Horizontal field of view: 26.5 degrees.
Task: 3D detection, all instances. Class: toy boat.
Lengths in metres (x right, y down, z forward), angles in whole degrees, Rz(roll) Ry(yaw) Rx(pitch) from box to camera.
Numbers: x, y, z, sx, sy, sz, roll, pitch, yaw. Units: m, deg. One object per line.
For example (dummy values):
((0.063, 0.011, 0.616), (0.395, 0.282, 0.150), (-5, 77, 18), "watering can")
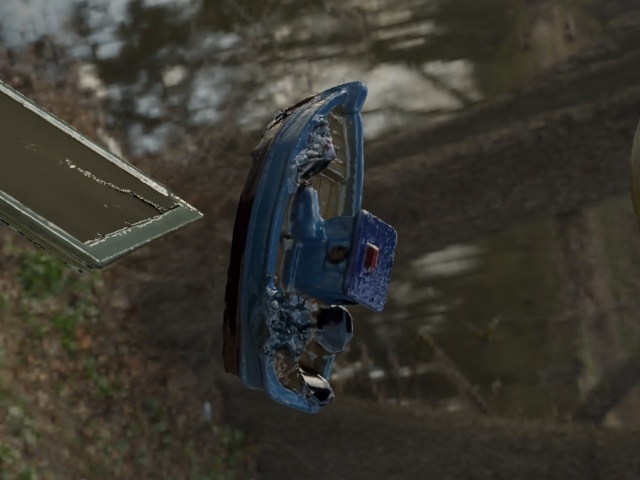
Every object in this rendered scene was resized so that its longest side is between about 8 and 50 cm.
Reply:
((0.000, 0.000, 0.887), (0.100, 0.097, 0.223), (28, 67, -53), "toy boat")

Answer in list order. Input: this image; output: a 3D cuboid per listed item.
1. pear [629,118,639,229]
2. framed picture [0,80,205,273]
((0.344, -0.041, 0.917), (0.321, 0.269, 0.269), (-115, -170, -72), "pear")
((-0.203, -0.059, 0.902), (0.018, 0.231, 0.293), (-58, 178, 10), "framed picture")
